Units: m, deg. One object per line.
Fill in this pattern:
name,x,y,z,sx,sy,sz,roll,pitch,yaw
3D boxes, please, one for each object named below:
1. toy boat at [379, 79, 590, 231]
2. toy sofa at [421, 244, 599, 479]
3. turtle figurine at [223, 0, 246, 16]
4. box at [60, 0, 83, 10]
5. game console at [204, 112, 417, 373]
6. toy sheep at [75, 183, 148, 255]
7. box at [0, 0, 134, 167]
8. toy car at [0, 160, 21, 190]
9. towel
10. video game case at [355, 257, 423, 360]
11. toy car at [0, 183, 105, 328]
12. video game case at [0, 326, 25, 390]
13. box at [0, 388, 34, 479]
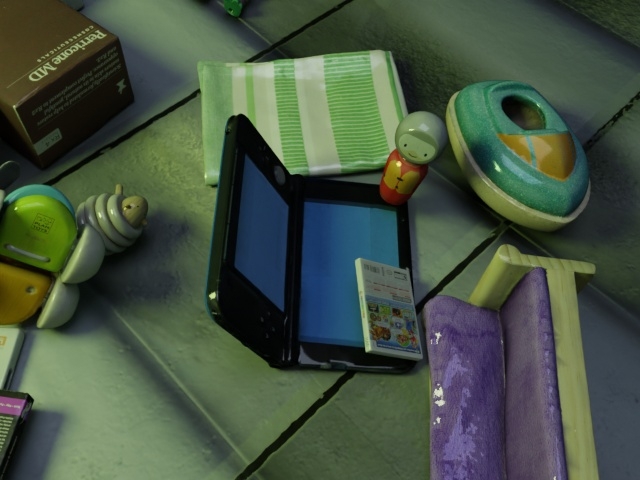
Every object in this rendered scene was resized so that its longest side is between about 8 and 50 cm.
toy boat,0.235,-0.127,0.896,0.318,0.148,0.267,-11,58,-22
toy sofa,0.211,0.195,0.709,0.177,0.150,0.362,8,58,-1
turtle figurine,-0.127,-0.519,1.157,0.175,0.118,0.234,23,74,27
box,-0.474,-0.427,1.080,0.087,0.101,0.102,32,63,15
game console,0.000,0.000,0.812,0.173,0.250,0.293,-13,55,19
toy sheep,-0.285,-0.021,0.851,0.132,0.091,0.091,-28,60,13
box,-0.495,-0.296,0.976,0.381,0.143,0.191,34,61,14
toy car,-0.473,-0.042,0.816,0.188,0.155,0.149,-25,63,-29
towel,-0.024,-0.203,1.010,0.325,0.038,0.247,-5,59,-8
video game case,0.085,0.086,0.804,0.087,0.011,0.122,16,55,-34
toy car,-0.359,0.009,0.780,0.159,0.182,0.136,24,24,-28
video game case,-0.476,0.185,0.739,0.212,0.023,0.193,4,57,-2
box,-0.392,0.235,0.684,0.116,0.029,0.162,8,56,1
